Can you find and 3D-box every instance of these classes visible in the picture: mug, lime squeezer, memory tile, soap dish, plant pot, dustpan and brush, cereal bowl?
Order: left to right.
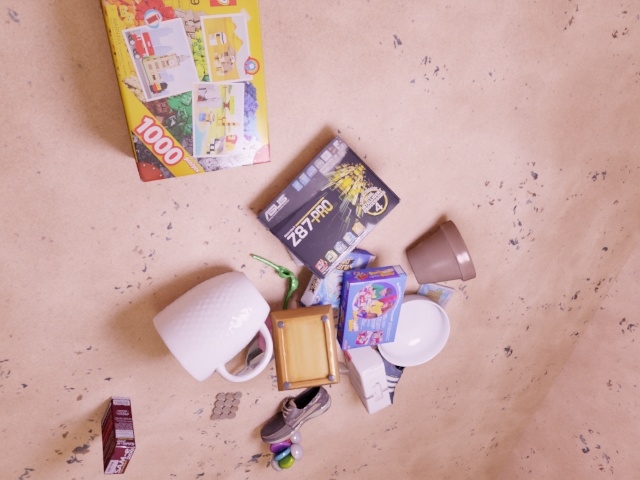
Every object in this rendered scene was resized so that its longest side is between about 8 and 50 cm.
[{"bbox_3d":[-0.322,0.304,1.604,0.328,0.374,0.276,-37,163,-12],"label":"mug"},{"bbox_3d":[-0.397,0.700,1.996,0.113,0.012,0.148,7,113,-29],"label":"memory tile"},{"bbox_3d":[-0.274,0.487,1.908,0.211,0.060,0.147,-36,127,-5],"label":"dustpan and brush"},{"bbox_3d":[-0.150,0.145,1.796,0.110,0.059,0.310,-12,129,16],"label":"lime squeezer"},{"bbox_3d":[-0.053,0.387,1.687,0.229,0.118,0.291,-6,88,-5],"label":"soap dish"},{"bbox_3d":[0.397,0.384,2.111,0.339,0.141,0.339,-3,113,-8],"label":"cereal bowl"},{"bbox_3d":[0.488,0.073,1.968,0.229,0.263,0.263,-22,126,9],"label":"plant pot"}]

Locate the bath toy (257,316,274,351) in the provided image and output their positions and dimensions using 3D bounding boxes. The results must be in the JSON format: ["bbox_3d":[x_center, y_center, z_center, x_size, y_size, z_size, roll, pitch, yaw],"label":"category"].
[{"bbox_3d":[-0.182,0.365,1.802,0.348,0.151,0.129,4,141,-3],"label":"bath toy"}]

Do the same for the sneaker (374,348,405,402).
[{"bbox_3d":[0.342,0.650,2.261,0.148,0.131,0.350,-20,124,-10],"label":"sneaker"}]

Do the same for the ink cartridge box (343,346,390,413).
[{"bbox_3d":[0.205,0.601,2.119,0.117,0.207,0.283,-21,125,-12],"label":"ink cartridge box"}]

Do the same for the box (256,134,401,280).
[{"bbox_3d":[0.028,-0.110,1.626,0.395,0.097,0.318,-45,95,2],"label":"box"}]

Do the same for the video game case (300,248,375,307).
[{"bbox_3d":[0.075,0.145,1.831,0.269,0.061,0.244,9,109,-51],"label":"video game case"}]

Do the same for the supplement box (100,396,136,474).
[{"bbox_3d":[-0.725,0.691,1.685,0.073,0.239,0.130,17,108,-33],"label":"supplement box"}]

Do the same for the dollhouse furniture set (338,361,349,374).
[{"bbox_3d":[0.020,0.535,1.995,0.123,0.151,0.144,-46,153,4],"label":"dollhouse furniture set"}]

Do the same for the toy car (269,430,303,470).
[{"bbox_3d":[-0.173,0.936,2.138,0.159,0.182,0.136,-33,123,12],"label":"toy car"}]

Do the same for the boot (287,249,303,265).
[{"bbox_3d":[0.000,0.000,1.768,0.258,0.095,0.123,-25,135,-7],"label":"boot"}]

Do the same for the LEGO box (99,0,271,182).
[{"bbox_3d":[-0.350,-0.446,1.268,0.372,0.193,0.500,-13,122,-19],"label":"LEGO box"}]

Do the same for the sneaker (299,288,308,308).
[{"bbox_3d":[-0.012,0.328,1.908,0.112,0.131,0.296,-14,121,-17],"label":"sneaker"}]

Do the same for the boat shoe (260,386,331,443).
[{"bbox_3d":[-0.122,0.761,2.110,0.355,0.132,0.130,-30,117,-19],"label":"boat shoe"}]

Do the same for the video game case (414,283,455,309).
[{"bbox_3d":[0.514,0.291,2.214,0.212,0.023,0.193,16,109,-32],"label":"video game case"}]

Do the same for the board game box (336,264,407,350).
[{"bbox_3d":[0.196,0.269,1.862,0.233,0.078,0.347,-6,124,-15],"label":"board game box"}]
